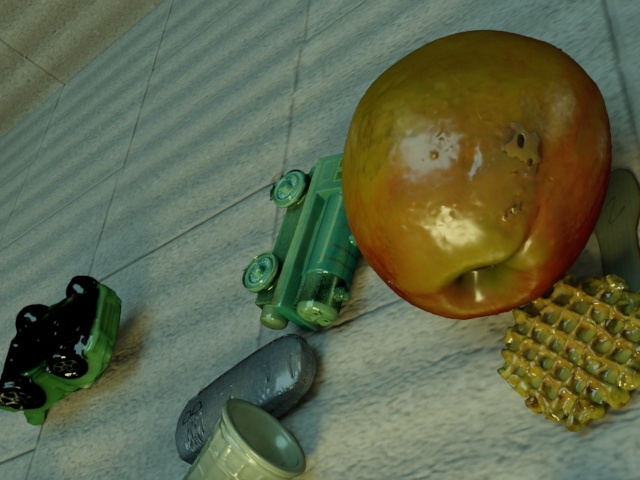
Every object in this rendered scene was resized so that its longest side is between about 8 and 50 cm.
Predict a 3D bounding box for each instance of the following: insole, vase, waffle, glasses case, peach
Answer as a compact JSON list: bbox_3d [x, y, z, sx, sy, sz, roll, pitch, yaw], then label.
[{"bbox_3d":[0.350,-0.011,0.942,0.064,0.004,0.188,-24,44,38],"label":"insole"},{"bbox_3d":[-0.166,0.374,1.108,0.299,0.143,0.143,-50,34,9],"label":"vase"},{"bbox_3d":[0.280,0.116,0.882,0.191,0.038,0.191,-31,41,32],"label":"waffle"},{"bbox_3d":[-0.118,0.243,1.220,0.282,0.067,0.109,-38,39,23],"label":"glasses case"},{"bbox_3d":[0.175,-0.091,0.962,0.372,0.289,0.373,-170,90,-84],"label":"peach"}]

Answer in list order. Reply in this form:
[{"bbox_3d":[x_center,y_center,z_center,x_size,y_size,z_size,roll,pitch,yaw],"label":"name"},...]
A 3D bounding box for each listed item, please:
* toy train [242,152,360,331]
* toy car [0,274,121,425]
[{"bbox_3d":[0.000,0.000,1.255,0.194,0.120,0.298,-8,54,41],"label":"toy train"},{"bbox_3d":[-0.527,0.233,1.634,0.358,0.176,0.213,-29,42,26],"label":"toy car"}]
